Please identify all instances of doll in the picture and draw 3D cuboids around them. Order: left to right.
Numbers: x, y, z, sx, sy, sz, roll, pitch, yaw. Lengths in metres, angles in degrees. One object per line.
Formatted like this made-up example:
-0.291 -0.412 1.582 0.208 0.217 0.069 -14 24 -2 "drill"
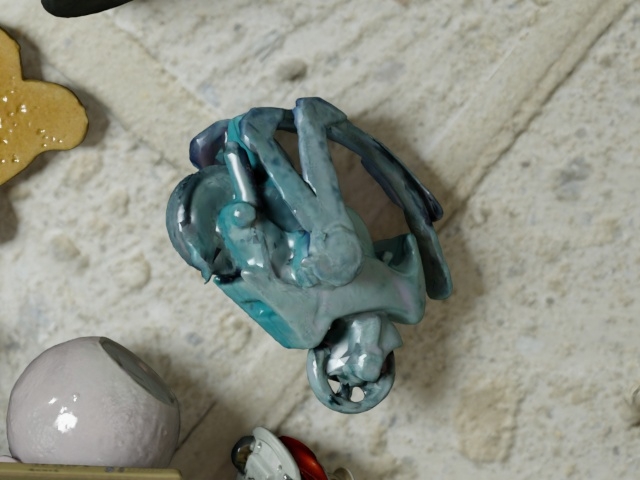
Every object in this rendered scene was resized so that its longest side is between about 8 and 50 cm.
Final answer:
-0.240 0.214 1.383 0.151 0.151 0.287 39 94 -11 "doll"

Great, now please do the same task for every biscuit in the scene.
-0.316 -0.067 1.389 0.240 0.035 0.158 -42 98 -5 "biscuit"

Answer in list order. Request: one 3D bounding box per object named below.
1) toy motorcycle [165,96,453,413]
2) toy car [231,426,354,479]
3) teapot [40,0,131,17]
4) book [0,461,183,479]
0.000 0.000 1.406 0.260 0.154 0.206 46 63 -18 "toy motorcycle"
-0.021 0.238 1.444 0.112 0.112 0.139 12 103 -27 "toy car"
-0.195 -0.303 1.290 0.321 0.239 0.239 -30 86 -19 "teapot"
-0.272 0.266 1.300 0.310 0.021 0.217 4 112 -12 "book"
